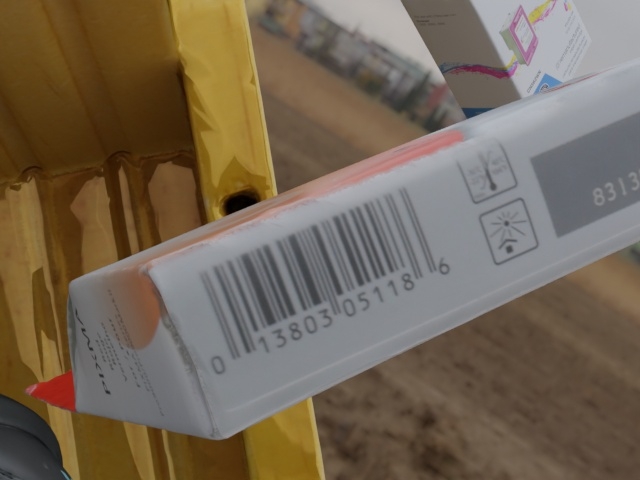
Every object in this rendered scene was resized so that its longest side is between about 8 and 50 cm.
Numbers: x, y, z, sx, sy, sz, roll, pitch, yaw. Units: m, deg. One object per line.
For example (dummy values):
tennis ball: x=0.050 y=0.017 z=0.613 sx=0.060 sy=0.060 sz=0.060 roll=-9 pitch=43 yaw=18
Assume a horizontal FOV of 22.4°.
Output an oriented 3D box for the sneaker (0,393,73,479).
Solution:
sneaker: x=-0.193 y=0.102 z=0.506 sx=0.267 sy=0.101 sz=0.106 roll=-6 pitch=28 yaw=-30

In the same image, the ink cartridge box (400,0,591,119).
ink cartridge box: x=0.110 y=-0.136 z=0.995 sx=0.052 sy=0.088 sz=0.122 roll=3 pitch=-39 yaw=40

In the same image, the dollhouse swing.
dollhouse swing: x=-0.179 y=0.035 z=0.555 sx=0.347 sy=0.315 sz=0.305 roll=-9 pitch=-2 yaw=-3

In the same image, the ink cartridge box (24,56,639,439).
ink cartridge box: x=0.000 y=0.000 z=0.426 sx=0.179 sy=0.145 sz=0.045 roll=-1 pitch=-69 yaw=67
